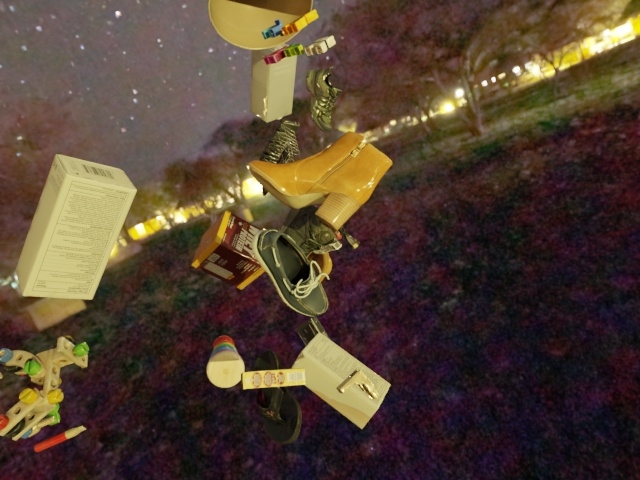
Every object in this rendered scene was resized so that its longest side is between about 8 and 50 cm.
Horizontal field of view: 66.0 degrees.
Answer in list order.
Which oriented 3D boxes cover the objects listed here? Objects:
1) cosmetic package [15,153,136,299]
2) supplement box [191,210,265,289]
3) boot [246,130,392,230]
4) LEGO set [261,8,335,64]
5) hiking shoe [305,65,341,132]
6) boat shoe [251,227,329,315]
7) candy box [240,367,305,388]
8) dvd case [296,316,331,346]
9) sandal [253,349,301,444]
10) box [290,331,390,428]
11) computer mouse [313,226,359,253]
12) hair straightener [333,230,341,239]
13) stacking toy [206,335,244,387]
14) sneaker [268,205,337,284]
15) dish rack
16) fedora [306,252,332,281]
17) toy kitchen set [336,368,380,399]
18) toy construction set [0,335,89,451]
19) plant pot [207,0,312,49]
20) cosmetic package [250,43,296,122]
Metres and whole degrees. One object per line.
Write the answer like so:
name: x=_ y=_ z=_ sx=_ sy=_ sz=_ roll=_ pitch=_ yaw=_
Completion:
cosmetic package: x=-0.563 y=-0.023 z=1.133 sx=0.160 sy=0.310 sz=0.113 roll=13 pitch=24 yaw=-46
supplement box: x=-0.283 y=0.036 z=1.623 sx=0.191 sy=0.194 sz=0.129 roll=-37 pitch=32 yaw=44
boot: x=-0.004 y=-0.166 z=1.110 sx=0.211 sy=0.295 sz=0.104 roll=-53 pitch=-26 yaw=-11
LEGO set: x=-0.050 y=-0.481 z=1.147 sx=0.093 sy=0.087 sz=0.227 roll=-42 pitch=33 yaw=-25
hiking shoe: x=0.021 y=-0.501 z=1.759 sx=0.114 sy=0.227 sz=0.086 roll=-5 pitch=22 yaw=25
boat shoe: x=-0.048 y=0.075 z=1.063 sx=0.079 sy=0.255 sz=0.095 roll=2 pitch=41 yaw=46
candy box: x=-0.145 y=0.419 z=1.496 sx=0.186 sy=0.053 sz=0.109 roll=-2 pitch=-15 yaw=-13
dvd case: x=0.001 y=0.428 z=1.970 sx=0.029 sy=0.239 sz=0.179 roll=-28 pitch=-9 yaw=-32
sandal: x=-0.203 y=0.613 z=1.956 sx=0.167 sy=0.107 sz=0.446 roll=-47 pitch=37 yaw=10
box: x=0.066 y=0.474 z=1.690 sx=0.148 sy=0.311 sz=0.121 roll=-36 pitch=-22 yaw=-57
computer mouse: x=0.025 y=-0.004 z=1.430 sx=0.193 sy=0.106 sz=0.042 roll=-13 pitch=47 yaw=50
hair straightener: x=0.000 y=0.000 z=2.148 sx=0.230 sy=0.047 sz=0.089 roll=-26 pitch=13 yaw=26
stacking toy: x=-0.388 y=0.471 z=1.993 sx=0.141 sy=0.141 sz=0.330 roll=-24 pitch=10 yaw=-10
sneaker: x=-0.044 y=0.014 z=1.223 sx=0.130 sy=0.087 sz=0.228 roll=12 pitch=68 yaw=37
dish rack: x=-0.140 y=-0.276 z=1.676 sx=0.208 sy=0.074 sz=0.272 roll=-55 pitch=29 yaw=30
fedora: x=-0.008 y=0.116 z=2.178 sx=0.079 sy=0.194 sz=0.194 roll=16 pitch=-20 yaw=-41
toy kitchen set: x=0.092 y=0.386 z=1.265 sx=0.075 sy=0.083 sz=0.068 roll=-38 pitch=-1 yaw=-21
toy construction set: x=-0.730 y=0.408 z=1.344 sx=0.237 sy=0.309 sz=0.257 roll=-21 pitch=25 yaw=-7
plant pot: x=-0.180 y=-0.707 z=1.362 sx=0.284 sy=0.191 sz=0.284 roll=-13 pitch=-24 yaw=-6
cosmetic package: x=-0.163 y=-0.540 z=1.686 sx=0.127 sy=0.107 sz=0.238 roll=-30 pitch=-33 yaw=-38
